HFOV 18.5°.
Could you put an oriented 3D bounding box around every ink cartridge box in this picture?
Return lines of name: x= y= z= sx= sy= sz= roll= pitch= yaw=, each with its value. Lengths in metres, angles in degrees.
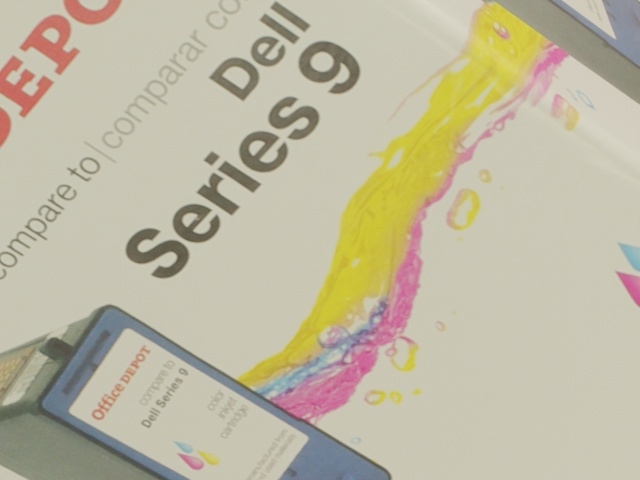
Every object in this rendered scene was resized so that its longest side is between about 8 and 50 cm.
ink cartridge box: x=0.000 y=0.000 z=0.415 sx=0.212 sy=0.093 sz=0.154 roll=34 pitch=120 yaw=-20
